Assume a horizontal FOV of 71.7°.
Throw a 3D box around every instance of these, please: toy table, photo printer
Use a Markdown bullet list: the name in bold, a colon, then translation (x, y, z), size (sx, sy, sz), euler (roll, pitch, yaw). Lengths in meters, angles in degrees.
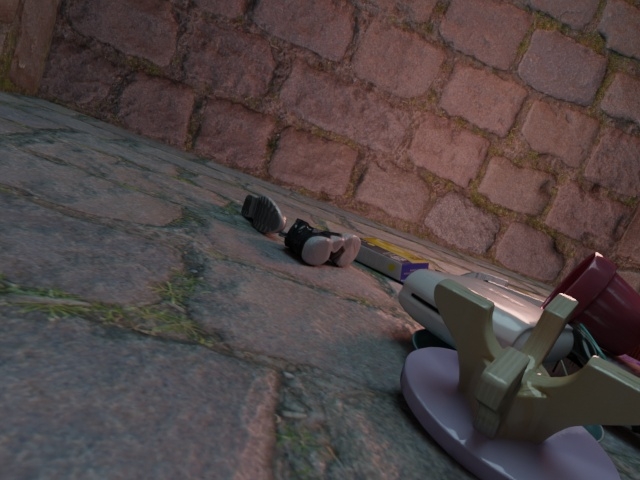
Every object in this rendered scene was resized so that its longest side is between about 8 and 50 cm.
- **toy table**: translation (0.239, 0.173, 0.536), size (0.275, 0.160, 0.252), euler (24, 30, 24)
- **photo printer**: translation (0.318, 0.150, 0.868), size (0.308, 0.107, 0.256), euler (12, 14, -43)

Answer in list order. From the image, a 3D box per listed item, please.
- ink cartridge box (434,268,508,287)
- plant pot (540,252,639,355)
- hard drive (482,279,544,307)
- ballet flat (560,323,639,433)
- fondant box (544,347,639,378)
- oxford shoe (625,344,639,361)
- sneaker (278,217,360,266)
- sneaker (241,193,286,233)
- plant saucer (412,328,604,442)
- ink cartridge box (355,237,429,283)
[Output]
- **ink cartridge box**: translation (0.534, 0.144, 1.562), size (0.233, 0.066, 0.189), euler (27, -7, 27)
- **plant pot**: translation (0.647, 0.157, 1.025), size (0.180, 0.201, 0.201), euler (41, 17, 20)
- **hard drive**: translation (0.627, 0.210, 1.404), size (0.354, 0.047, 0.233), euler (20, -11, -5)
- **ballet flat**: translation (0.549, 0.285, 0.862), size (0.095, 0.096, 0.280), euler (51, 12, -31)
- **fondant box**: translation (0.610, 0.278, 1.073), size (0.239, 0.096, 0.330), euler (10, 16, -46)
- **oxford shoe**: translation (0.901, 0.326, 1.355), size (0.130, 0.122, 0.348), euler (23, 10, -20)
- **sneaker**: translation (0.000, 0.000, 1.264), size (0.153, 0.101, 0.269), euler (31, 16, 31)
- **sneaker**: translation (-0.155, -0.087, 1.404), size (0.116, 0.105, 0.281), euler (16, 11, -29)
- **plant saucer**: translation (0.297, 0.246, 0.747), size (0.318, 0.043, 0.317), euler (21, 9, -4)
- **ink cartridge box**: translation (0.259, 0.073, 1.526), size (0.308, 0.072, 0.304), euler (24, 10, 28)
